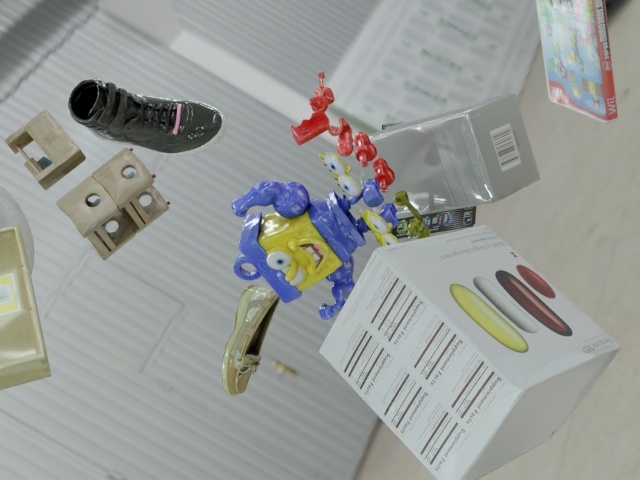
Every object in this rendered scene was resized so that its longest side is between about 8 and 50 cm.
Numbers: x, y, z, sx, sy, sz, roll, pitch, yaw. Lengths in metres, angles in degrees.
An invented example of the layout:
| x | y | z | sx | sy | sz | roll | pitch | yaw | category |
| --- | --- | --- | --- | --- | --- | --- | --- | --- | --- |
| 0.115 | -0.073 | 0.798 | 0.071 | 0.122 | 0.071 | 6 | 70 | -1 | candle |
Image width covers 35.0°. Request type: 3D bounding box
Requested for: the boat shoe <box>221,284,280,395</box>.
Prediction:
| x | y | z | sx | sy | sz | roll | pitch | yaw | category |
| --- | --- | --- | --- | --- | --- | --- | --- | --- | --- |
| -0.093 | 0.138 | 1.365 | 0.056 | 0.048 | 0.153 | 21 | -96 | -67 | boat shoe |

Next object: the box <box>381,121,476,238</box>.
| x | y | z | sx | sy | sz | roll | pitch | yaw | category |
| --- | --- | --- | --- | --- | --- | --- | --- | --- | --- |
| 0.179 | -0.104 | 1.657 | 0.045 | 0.191 | 0.184 | 24 | 115 | 50 | box |

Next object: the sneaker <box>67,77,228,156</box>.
| x | y | z | sx | sy | sz | roll | pitch | yaw | category |
| --- | --- | --- | --- | --- | --- | --- | --- | --- | --- |
| -0.319 | -0.220 | 1.808 | 0.147 | 0.296 | 0.104 | 29 | -111 | -68 | sneaker |

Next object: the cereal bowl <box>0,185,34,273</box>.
| x | y | z | sx | sy | sz | roll | pitch | yaw | category |
| --- | --- | --- | --- | --- | --- | --- | --- | --- | --- |
| -0.713 | 0.021 | 1.936 | 0.339 | 0.339 | 0.141 | -60 | 19 | -14 | cereal bowl |

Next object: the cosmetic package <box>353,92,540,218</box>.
| x | y | z | sx | sy | sz | roll | pitch | yaw | category |
| --- | --- | --- | --- | --- | --- | --- | --- | --- | --- |
| 0.162 | -0.107 | 1.368 | 0.107 | 0.127 | 0.238 | -25 | 12 | -34 | cosmetic package |

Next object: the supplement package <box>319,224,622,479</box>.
| x | y | z | sx | sy | sz | roll | pitch | yaw | category |
| --- | --- | --- | --- | --- | --- | --- | --- | --- | --- |
| 0.152 | 0.111 | 1.040 | 0.194 | 0.203 | 0.149 | -12 | -41 | -46 | supplement package |

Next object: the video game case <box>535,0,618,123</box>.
| x | y | z | sx | sy | sz | roll | pitch | yaw | category |
| --- | --- | --- | --- | --- | --- | --- | --- | --- | --- |
| 0.398 | -0.342 | 1.606 | 0.204 | 0.025 | 0.285 | -128 | 23 | -67 | video game case |

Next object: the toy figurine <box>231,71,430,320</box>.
| x | y | z | sx | sy | sz | roll | pitch | yaw | category |
| --- | --- | --- | --- | --- | --- | --- | --- | --- | --- |
| 0.000 | 0.000 | 1.267 | 0.217 | 0.362 | 0.191 | -27 | 36 | 15 | toy figurine |

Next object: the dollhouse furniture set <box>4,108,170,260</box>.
| x | y | z | sx | sy | sz | roll | pitch | yaw | category |
| --- | --- | --- | --- | --- | --- | --- | --- | --- | --- |
| -0.328 | -0.094 | 1.449 | 0.129 | 0.183 | 0.129 | -40 | -13 | -10 | dollhouse furniture set |

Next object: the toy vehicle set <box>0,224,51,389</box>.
| x | y | z | sx | sy | sz | roll | pitch | yaw | category |
| --- | --- | --- | --- | --- | --- | --- | --- | --- | --- |
| -0.445 | 0.090 | 1.285 | 0.267 | 0.166 | 0.035 | -118 | 20 | -46 | toy vehicle set |
